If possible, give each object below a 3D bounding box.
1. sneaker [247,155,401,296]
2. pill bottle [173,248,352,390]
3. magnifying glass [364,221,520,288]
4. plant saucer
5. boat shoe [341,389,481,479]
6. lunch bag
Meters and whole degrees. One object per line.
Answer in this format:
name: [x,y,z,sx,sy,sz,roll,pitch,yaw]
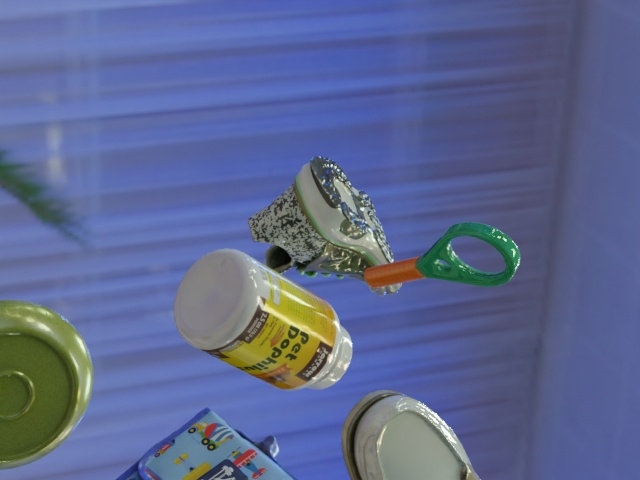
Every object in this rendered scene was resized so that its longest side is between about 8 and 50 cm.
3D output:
sneaker: [0.000,0.000,2.583,0.410,0.182,0.158,47,22,-60]
pill bottle: [-0.058,0.097,1.821,0.117,0.215,0.117,-18,-121,32]
magnifying glass: [0.140,0.027,1.920,0.231,0.026,0.092,-16,-55,45]
plant saucer: [-0.410,0.196,2.107,0.037,0.241,0.241,-140,-132,-62]
boat shoe: [0.126,0.263,1.530,0.103,0.113,0.302,27,-25,55]
lunch bag: [-0.153,0.366,2.077,0.221,0.293,0.138,33,-23,34]
